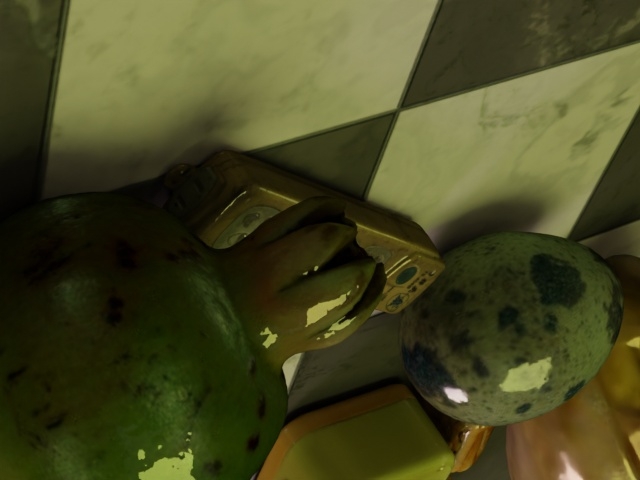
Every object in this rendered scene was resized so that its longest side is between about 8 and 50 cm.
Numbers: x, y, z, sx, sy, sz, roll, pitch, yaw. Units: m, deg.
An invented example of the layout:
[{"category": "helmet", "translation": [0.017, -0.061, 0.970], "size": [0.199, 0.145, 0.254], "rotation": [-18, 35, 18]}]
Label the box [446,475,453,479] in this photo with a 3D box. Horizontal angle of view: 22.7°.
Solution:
[{"category": "box", "translation": [0.120, 0.346, 1.514], "size": [0.070, 0.237, 0.152], "rotation": [-14, 146, -41]}]

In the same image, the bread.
[{"category": "bread", "translation": [0.115, 0.143, 1.349], "size": [0.044, 0.083, 0.111], "rotation": [-9, 142, -25]}]

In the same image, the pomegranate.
[{"category": "pomegranate", "translation": [-0.099, 0.053, 0.844], "size": [0.240, 0.190, 0.159], "rotation": [-10, 123, 26]}]

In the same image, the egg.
[{"category": "egg", "translation": [0.144, 0.061, 1.187], "size": [0.181, 0.141, 0.141], "rotation": [-21, 150, -19]}]

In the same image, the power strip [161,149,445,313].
[{"category": "power strip", "translation": [0.000, 0.000, 1.036], "size": [0.064, 0.044, 0.305], "rotation": [-44, 152, 16]}]

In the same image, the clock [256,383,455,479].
[{"category": "clock", "translation": [0.015, 0.221, 1.353], "size": [0.143, 0.096, 0.202], "rotation": [-12, 144, -33]}]

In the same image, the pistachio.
[{"category": "pistachio", "translation": [0.258, 0.154, 1.385], "size": [0.230, 0.230, 0.309], "rotation": [-29, 135, -10]}]
